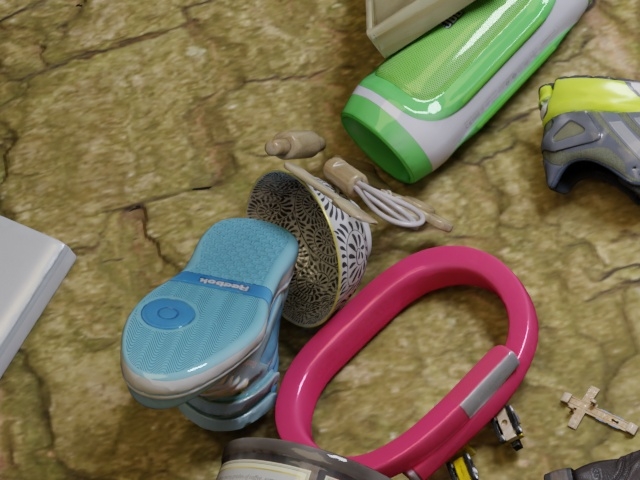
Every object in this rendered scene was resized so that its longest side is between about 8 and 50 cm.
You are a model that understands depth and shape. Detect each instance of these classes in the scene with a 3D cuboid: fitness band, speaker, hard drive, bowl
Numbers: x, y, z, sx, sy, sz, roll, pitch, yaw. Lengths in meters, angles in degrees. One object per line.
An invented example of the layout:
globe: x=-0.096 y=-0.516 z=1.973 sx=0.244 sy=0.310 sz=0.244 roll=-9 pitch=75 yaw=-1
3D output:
fitness band: x=0.087 y=0.128 z=1.956 sx=0.291 sy=0.054 sz=0.209 roll=-43 pitch=44 yaw=-8
speaker: x=0.159 y=-0.201 z=2.091 sx=0.296 sy=0.131 sz=0.131 roll=-46 pitch=58 yaw=-10
hard drive: x=-0.456 y=0.118 z=2.170 sx=0.233 sy=0.047 sz=0.353 roll=21 pitch=70 yaw=28
bowl: x=0.000 y=0.000 z=2.037 sx=0.080 sy=0.170 sz=0.170 roll=-16 pitch=49 yaw=-33

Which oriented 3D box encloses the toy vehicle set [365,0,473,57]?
toy vehicle set: x=0.125 y=-0.317 z=2.130 sx=0.166 sy=0.035 sz=0.267 roll=-31 pitch=28 yaw=20

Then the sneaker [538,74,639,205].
sneaker: x=0.362 y=-0.094 z=1.986 sx=0.300 sy=0.111 sz=0.121 roll=1 pitch=72 yaw=26

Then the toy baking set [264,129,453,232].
toy baking set: x=0.038 y=-0.063 z=1.998 sx=0.197 sy=0.256 sz=0.030 roll=28 pitch=101 yaw=18

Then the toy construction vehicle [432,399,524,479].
toy construction vehicle: x=0.158 y=0.191 z=1.929 sx=0.086 sy=0.035 sz=0.098 roll=-32 pitch=53 yaw=13

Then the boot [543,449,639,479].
boot: x=0.340 y=0.266 z=1.785 sx=0.229 sy=0.091 sz=0.263 roll=-22 pitch=55 yaw=7

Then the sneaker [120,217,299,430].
sneaker: x=-0.108 y=0.131 z=1.924 sx=0.127 sy=0.208 sz=0.319 roll=16 pitch=29 yaw=15

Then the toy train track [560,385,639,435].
toy train track: x=0.272 y=0.168 z=1.910 sx=0.083 sy=0.014 sz=0.048 roll=25 pitch=72 yaw=28

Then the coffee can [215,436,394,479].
coffee can: x=-0.039 y=0.347 z=1.803 sx=0.201 sy=0.201 sz=0.275 roll=10 pitch=66 yaw=24
